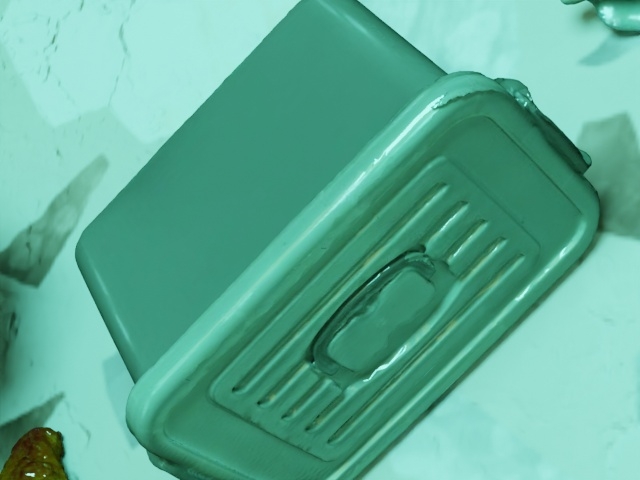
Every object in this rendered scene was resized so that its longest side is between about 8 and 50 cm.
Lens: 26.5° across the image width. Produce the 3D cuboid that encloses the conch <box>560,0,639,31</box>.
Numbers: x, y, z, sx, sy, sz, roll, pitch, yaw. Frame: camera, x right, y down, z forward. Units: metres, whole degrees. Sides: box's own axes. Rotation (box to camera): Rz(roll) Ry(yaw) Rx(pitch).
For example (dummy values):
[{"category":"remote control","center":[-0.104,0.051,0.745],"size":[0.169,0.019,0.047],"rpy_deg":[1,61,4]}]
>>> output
[{"category":"conch","center":[0.205,-0.159,0.676],"size":[0.180,0.088,0.065],"rpy_deg":[-36,16,20]}]

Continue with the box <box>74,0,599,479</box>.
[{"category":"box","center":[0.000,0.000,0.673],"size":[0.243,0.163,0.135],"rpy_deg":[-46,49,8]}]

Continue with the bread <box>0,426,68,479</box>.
[{"category":"bread","center":[-0.114,0.193,0.696],"size":[0.269,0.095,0.139],"rpy_deg":[21,76,37]}]
